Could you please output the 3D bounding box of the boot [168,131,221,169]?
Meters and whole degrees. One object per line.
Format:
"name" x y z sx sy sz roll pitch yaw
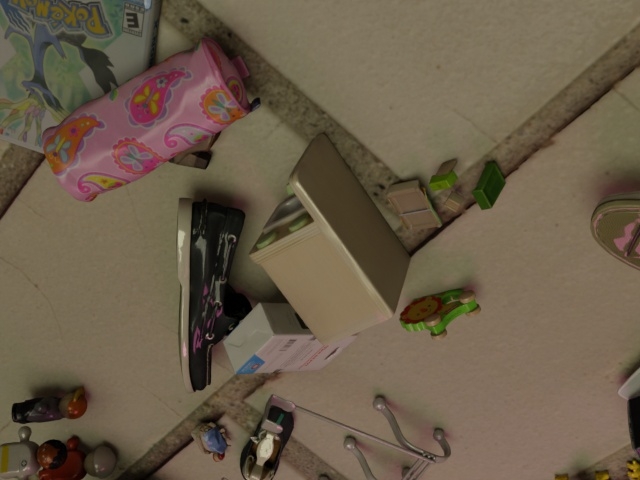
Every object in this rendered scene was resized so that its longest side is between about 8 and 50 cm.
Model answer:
"boot" -0.187 -0.154 1.202 0.087 0.042 0.118 27 122 1

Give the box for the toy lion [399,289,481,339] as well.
"toy lion" 0.166 0.101 1.232 0.100 0.096 0.034 -32 112 -15

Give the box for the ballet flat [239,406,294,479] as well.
"ballet flat" -0.101 0.369 1.459 0.074 0.074 0.203 23 123 1

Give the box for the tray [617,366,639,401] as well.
"tray" 0.552 0.154 1.183 0.145 0.030 0.270 30 122 -2

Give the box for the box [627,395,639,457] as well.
"box" 0.552 0.269 1.167 0.207 0.108 0.153 -27 110 27

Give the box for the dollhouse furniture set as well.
"dollhouse furniture set" 0.170 -0.066 1.166 0.152 0.058 0.076 -10 125 42

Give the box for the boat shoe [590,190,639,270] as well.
"boat shoe" 0.489 -0.017 1.059 0.302 0.103 0.113 10 134 8

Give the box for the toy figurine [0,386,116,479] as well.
"toy figurine" -0.460 0.385 1.487 0.148 0.213 0.209 -8 114 8

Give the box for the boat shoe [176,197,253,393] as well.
"boat shoe" -0.158 0.091 1.290 0.113 0.127 0.340 -1 116 -8

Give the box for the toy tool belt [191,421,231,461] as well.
"toy tool belt" -0.182 0.350 1.482 0.051 0.052 0.083 -21 112 34

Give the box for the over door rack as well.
"over door rack" 0.013 0.356 1.382 0.324 0.108 0.239 16 124 -19

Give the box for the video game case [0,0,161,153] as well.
"video game case" -0.396 -0.262 1.200 0.329 0.036 0.299 18 122 4

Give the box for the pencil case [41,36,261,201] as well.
"pencil case" -0.228 -0.160 1.134 0.284 0.124 0.124 -28 109 12

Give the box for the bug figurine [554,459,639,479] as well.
"bug figurine" 0.491 0.446 1.341 0.279 0.072 0.216 -17 113 23

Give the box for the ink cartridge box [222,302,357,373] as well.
"ink cartridge box" -0.044 0.148 1.291 0.104 0.180 0.060 -46 56 31

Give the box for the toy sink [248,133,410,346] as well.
"toy sink" 0.000 0.000 1.174 0.131 0.152 0.234 -27 110 27
